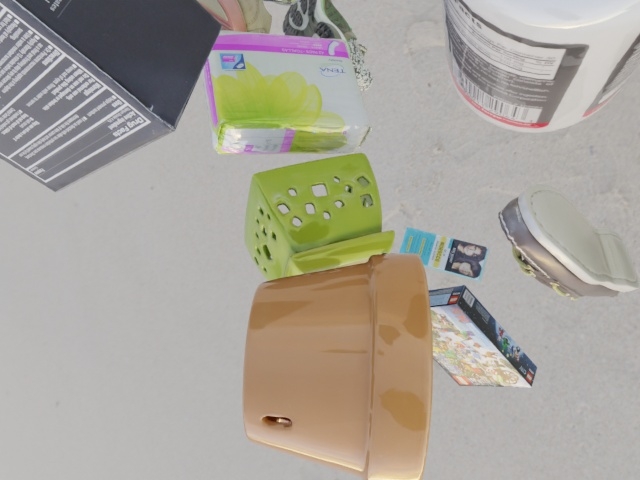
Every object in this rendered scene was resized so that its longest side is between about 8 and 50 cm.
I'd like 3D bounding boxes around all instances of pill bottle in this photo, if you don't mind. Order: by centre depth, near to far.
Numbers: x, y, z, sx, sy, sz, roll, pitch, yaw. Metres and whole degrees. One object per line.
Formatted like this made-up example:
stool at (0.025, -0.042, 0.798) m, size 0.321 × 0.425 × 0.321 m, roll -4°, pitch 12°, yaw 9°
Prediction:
pill bottle at (0.174, -0.202, 0.394) m, size 0.176 × 0.318 × 0.176 m, roll -1°, pitch 85°, yaw 14°

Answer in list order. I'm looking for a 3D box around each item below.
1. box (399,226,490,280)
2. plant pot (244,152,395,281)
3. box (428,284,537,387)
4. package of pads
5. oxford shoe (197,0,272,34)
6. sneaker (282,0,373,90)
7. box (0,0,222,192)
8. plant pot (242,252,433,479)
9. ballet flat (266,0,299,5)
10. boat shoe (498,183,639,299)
box at (0.360, 0.040, 1.620) m, size 0.244 × 0.060 × 0.100 m, roll 15°, pitch 86°, yaw 23°
plant pot at (0.000, 0.000, 1.018) m, size 0.228 × 0.227 × 0.207 m, roll 107°, pitch 145°, yaw -55°
box at (0.253, 0.178, 0.990) m, size 0.233 × 0.044 × 0.159 m, roll 45°, pitch 145°, yaw -20°
package of pads at (-0.067, -0.273, 1.040) m, size 0.101 × 0.297 × 0.229 m, roll 124°, pitch 137°, yaw -59°
oxford shoe at (-0.155, -0.447, 1.269) m, size 0.140 × 0.146 × 0.397 m, roll 34°, pitch 162°, yaw 17°
sneaker at (0.026, -0.506, 1.390) m, size 0.158 × 0.182 × 0.410 m, roll -40°, pitch 48°, yaw 37°
box at (-0.328, -0.233, 0.624) m, size 0.296 × 0.182 × 0.294 m, roll -12°, pitch 140°, yaw 40°
plant pot at (0.017, 0.155, 0.702) m, size 0.204 × 0.291 × 0.291 m, roll 3°, pitch 126°, yaw 1°
ballet flat at (-0.114, -0.573, 1.268) m, size 0.188 × 0.070 × 0.070 m, roll 24°, pitch 132°, yaw 44°
boat shoe at (0.315, 0.017, 0.726) m, size 0.097 × 0.324 × 0.116 m, roll -25°, pitch 61°, yaw 39°
